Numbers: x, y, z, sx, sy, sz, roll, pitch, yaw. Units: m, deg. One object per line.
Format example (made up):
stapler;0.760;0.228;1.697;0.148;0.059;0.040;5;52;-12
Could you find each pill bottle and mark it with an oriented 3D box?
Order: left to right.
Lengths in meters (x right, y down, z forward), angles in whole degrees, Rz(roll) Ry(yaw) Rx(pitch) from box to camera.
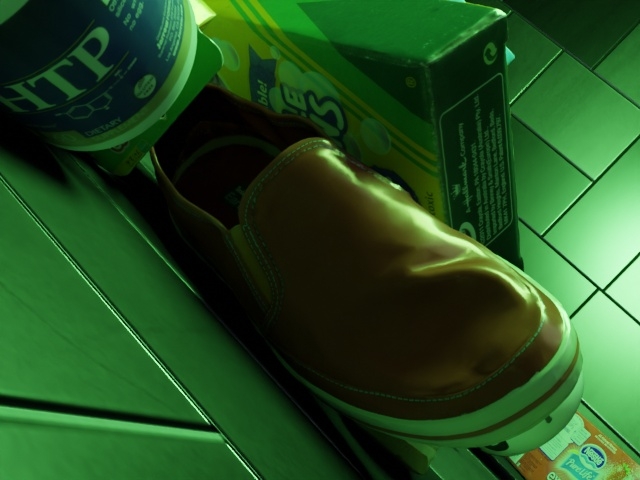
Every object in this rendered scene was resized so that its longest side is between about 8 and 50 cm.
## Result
pill bottle;-0.143;-0.123;0.426;0.112;0.112;0.186;45;2;26

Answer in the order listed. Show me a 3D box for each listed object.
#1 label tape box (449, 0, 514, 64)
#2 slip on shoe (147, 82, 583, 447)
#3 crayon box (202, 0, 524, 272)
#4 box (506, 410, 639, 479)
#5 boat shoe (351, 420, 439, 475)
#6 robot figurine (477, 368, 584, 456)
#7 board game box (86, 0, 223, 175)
label tape box;0.003;-0.168;1.079;0.249;0.348;0.115;44;1;-12
slip on shoe;0.000;0.000;0.534;0.331;0.123;0.101;37;-18;43
crayon box;-0.015;-0.082;0.695;0.323;0.083;0.203;23;-42;40
box;0.390;0.350;1.354;0.122;0.128;0.257;43;1;-23
boat shoe;0.054;0.087;0.631;0.080;0.073;0.223;44;2;-5
robot figurine;0.187;0.129;1.158;0.209;0.174;0.278;-11;51;-42
board game box;-0.177;-0.163;0.559;0.259;0.124;0.039;45;35;-5
